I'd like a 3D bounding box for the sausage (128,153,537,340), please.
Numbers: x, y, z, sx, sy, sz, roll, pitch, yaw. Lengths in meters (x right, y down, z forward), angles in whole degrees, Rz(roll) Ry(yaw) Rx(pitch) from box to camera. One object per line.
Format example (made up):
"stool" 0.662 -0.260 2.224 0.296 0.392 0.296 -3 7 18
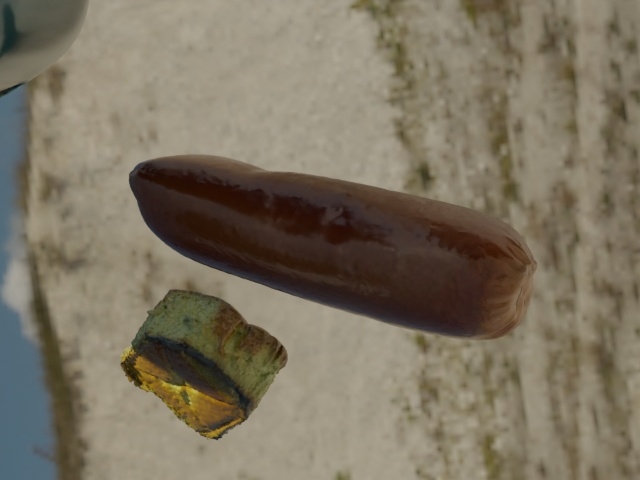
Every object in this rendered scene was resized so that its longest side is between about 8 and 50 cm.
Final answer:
"sausage" 0.000 0.000 1.014 0.089 0.300 0.083 -9 -71 -56

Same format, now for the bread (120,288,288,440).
"bread" -0.105 0.105 1.387 0.069 0.128 0.140 -55 5 -31

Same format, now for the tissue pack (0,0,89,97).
"tissue pack" -0.242 -0.164 0.918 0.287 0.198 0.206 -93 -18 -83
